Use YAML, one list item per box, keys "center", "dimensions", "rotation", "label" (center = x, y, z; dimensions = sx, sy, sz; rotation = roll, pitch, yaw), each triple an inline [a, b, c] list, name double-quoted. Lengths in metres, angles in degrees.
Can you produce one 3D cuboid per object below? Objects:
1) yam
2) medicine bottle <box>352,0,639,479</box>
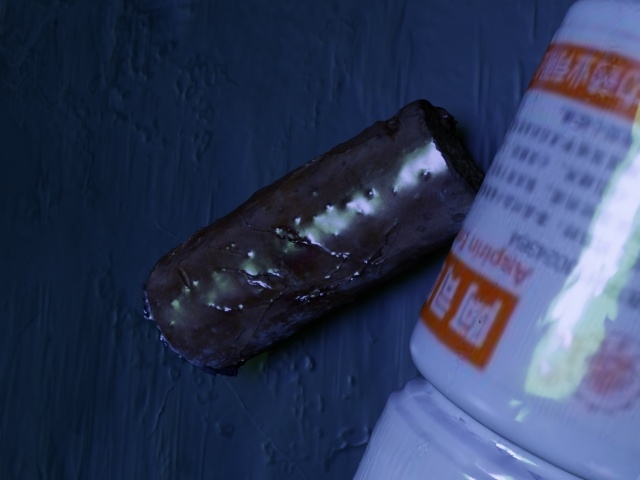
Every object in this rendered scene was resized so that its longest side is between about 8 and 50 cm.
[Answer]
- center: [-0.001, -0.001, 0.772]
  dimensions: [0.280, 0.131, 0.131]
  rotation: [-31, 70, 21]
  label: "yam"
- center: [0.174, 0.053, 0.612]
  dimensions: [0.211, 0.211, 0.371]
  rotation: [30, 99, 29]
  label: "medicine bottle"
